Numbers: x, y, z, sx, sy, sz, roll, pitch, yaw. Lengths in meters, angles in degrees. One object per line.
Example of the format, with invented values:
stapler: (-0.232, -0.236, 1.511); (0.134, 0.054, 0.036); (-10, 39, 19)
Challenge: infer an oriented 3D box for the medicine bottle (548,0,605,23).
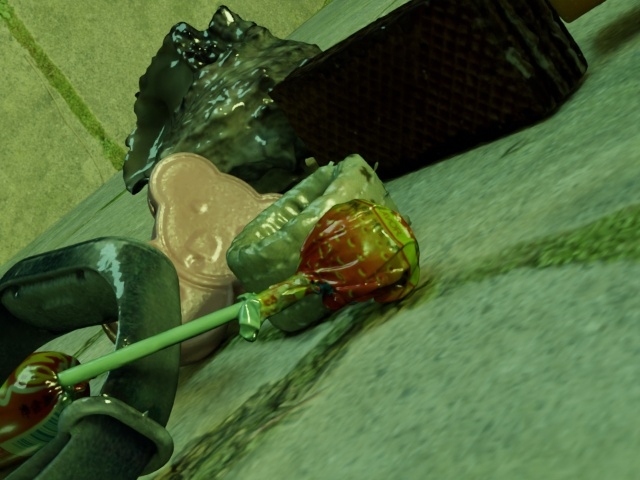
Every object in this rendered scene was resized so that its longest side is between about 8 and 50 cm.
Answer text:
medicine bottle: (0.234, -0.246, 0.734); (0.222, 0.149, 0.112); (-32, 14, 22)

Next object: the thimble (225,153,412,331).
thimble: (0.000, 0.000, 0.671); (0.110, 0.062, 0.084); (-40, 16, -13)

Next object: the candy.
candy: (-0.040, 0.033, 0.575); (0.201, 0.060, 0.060); (-23, 9, -14)

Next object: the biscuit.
biscuit: (0.066, -0.114, 0.806); (0.070, 0.106, 0.252); (-44, 15, -33)

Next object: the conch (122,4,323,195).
conch: (-0.082, -0.092, 1.034); (0.313, 0.186, 0.240); (12, 54, 48)

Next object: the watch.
watch: (-0.162, 0.093, 0.639); (0.206, 0.068, 0.193); (-9, 52, 41)

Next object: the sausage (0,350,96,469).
sausage: (-0.249, 0.138, 0.820); (0.264, 0.083, 0.083); (-26, 16, 36)

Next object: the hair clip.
hair clip: (-0.086, 0.016, 0.755); (0.102, 0.123, 0.138); (-62, -6, 28)
